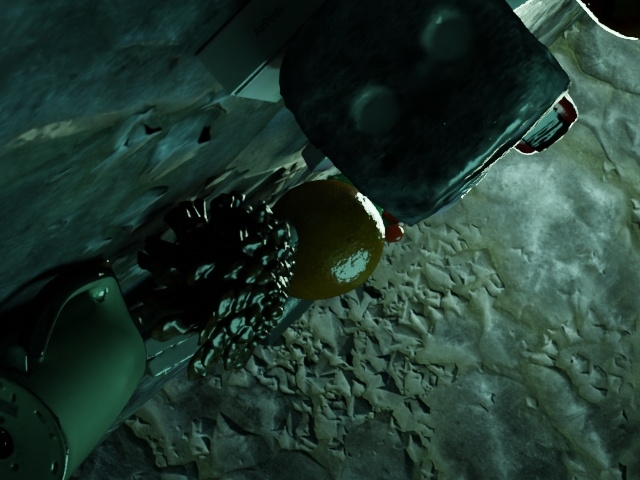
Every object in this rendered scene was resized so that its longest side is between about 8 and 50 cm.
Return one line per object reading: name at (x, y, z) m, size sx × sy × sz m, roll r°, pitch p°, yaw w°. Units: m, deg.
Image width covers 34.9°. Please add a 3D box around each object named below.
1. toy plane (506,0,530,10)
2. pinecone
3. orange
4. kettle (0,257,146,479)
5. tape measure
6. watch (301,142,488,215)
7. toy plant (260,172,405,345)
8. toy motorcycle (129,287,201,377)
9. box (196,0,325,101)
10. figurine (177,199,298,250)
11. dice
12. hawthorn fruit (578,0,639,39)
toy plane at (0.203, -0.313, 1.181) m, size 0.244 × 0.117 × 0.245 m, roll -28°, pitch -173°, yaw 4°
pinecone at (-0.131, 0.048, 1.283) m, size 0.229 × 0.201 × 0.202 m, roll -40°, pitch 172°, yaw -44°
orange at (0.000, 0.000, 1.626) m, size 0.206 × 0.206 × 0.206 m, roll -40°, pitch 175°, yaw -4°
kettle at (-0.297, 0.146, 1.143) m, size 0.255 × 0.165 × 0.240 m, roll -49°, pitch 156°, yaw -67°
tape measure at (0.273, -0.250, 1.509) m, size 0.114 × 0.260 × 0.253 m, roll -40°, pitch 170°, yaw 18°
watch at (0.138, -0.142, 1.551) m, size 0.248 × 0.217 × 0.211 m, roll -39°, pitch 175°, yaw -23°
toy plant at (-0.021, -0.001, 1.834) m, size 0.400 × 0.185 × 0.279 m, roll -47°, pitch -169°, yaw -22°
toy motorcycle at (-0.238, 0.132, 1.604) m, size 0.340 × 0.108 × 0.223 m, roll -29°, pitch -162°, yaw -12°
box at (-0.028, -0.183, 0.891) m, size 0.130 × 0.051 × 0.129 m, roll -43°, pitch 174°, yaw 13°
figurine at (-0.121, 0.016, 1.497) m, size 0.183 × 0.128 × 0.208 m, roll -19°, pitch -172°, yaw 2°
dice at (0.088, -0.134, 0.850) m, size 0.183 × 0.181 × 0.182 m, roll -44°, pitch 175°, yaw 16°
hawthorn fruit at (0.478, -0.424, 1.480) m, size 0.301 × 0.268 × 0.268 m, roll -25°, pitch 166°, yaw -37°
